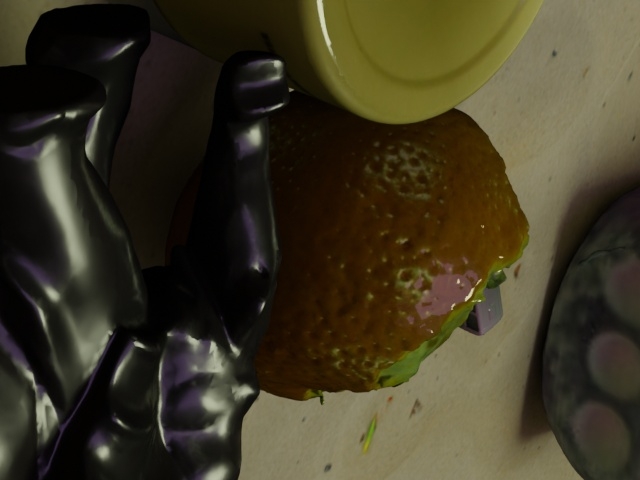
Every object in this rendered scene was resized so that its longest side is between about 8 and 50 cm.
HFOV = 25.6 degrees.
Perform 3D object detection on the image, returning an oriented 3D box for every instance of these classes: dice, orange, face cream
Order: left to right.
[{"bbox_3d":[-0.004,-0.002,0.834,0.158,0.237,0.179,24,72,-22],"label":"orange"},{"bbox_3d":[0.004,-0.189,0.746,0.218,0.179,0.218,-28,131,-38],"label":"face cream"},{"bbox_3d":[0.385,0.104,1.303,0.271,0.270,0.270,-16,122,-45],"label":"dice"}]

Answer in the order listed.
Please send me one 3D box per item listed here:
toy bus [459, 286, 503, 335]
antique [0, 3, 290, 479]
[{"bbox_3d":[0.113,0.016,1.106,0.037,0.052,0.131,-38,136,-27],"label":"toy bus"},{"bbox_3d":[-0.164,0.035,0.665,0.322,0.185,0.255,-15,115,-25],"label":"antique"}]
